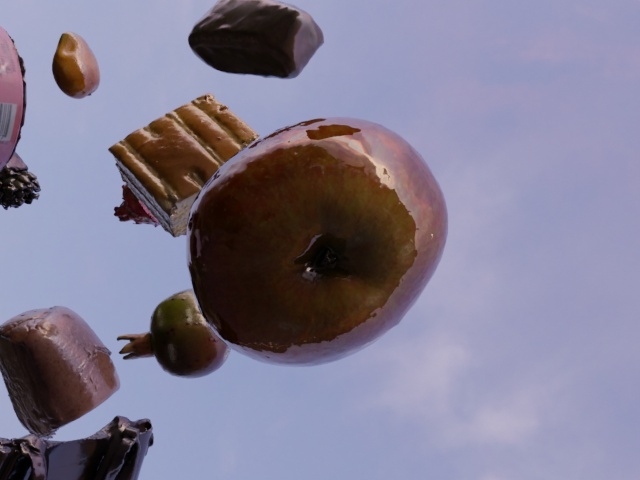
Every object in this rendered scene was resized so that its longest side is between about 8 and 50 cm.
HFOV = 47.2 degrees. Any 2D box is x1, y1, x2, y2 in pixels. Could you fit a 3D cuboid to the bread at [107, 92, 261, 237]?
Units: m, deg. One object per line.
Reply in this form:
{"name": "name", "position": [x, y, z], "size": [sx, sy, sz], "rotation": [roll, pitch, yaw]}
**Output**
{"name": "bread", "position": [-0.231, -0.143, 1.360], "size": [0.246, 0.239, 0.111], "rotation": [44, -20, 36]}

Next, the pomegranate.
{"name": "pomegranate", "position": [-0.306, 0.200, 1.574], "size": [0.198, 0.245, 0.198], "rotation": [-174, -90, -68]}

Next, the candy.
{"name": "candy", "position": [-0.109, -0.335, 1.216], "size": [0.234, 0.102, 0.104], "rotation": [15, -118, 40]}

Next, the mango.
{"name": "mango", "position": [-0.562, -0.399, 1.689], "size": [0.089, 0.115, 0.165], "rotation": [-26, -130, 21]}

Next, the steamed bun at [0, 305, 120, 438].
{"name": "steamed bun", "position": [-0.524, 0.251, 1.480], "size": [0.301, 0.199, 0.252], "rotation": [-19, -86, 54]}

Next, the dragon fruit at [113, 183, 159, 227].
{"name": "dragon fruit", "position": [-0.440, -0.093, 1.777], "size": [0.110, 0.153, 0.153], "rotation": [-21, -108, 20]}

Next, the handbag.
{"name": "handbag", "position": [-0.378, 0.371, 1.035], "size": [0.113, 0.285, 0.257], "rotation": [36, -75, 35]}

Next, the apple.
{"name": "apple", "position": [0.000, 0.000, 0.840], "size": [0.309, 0.277, 0.250], "rotation": [-61, -157, -13]}

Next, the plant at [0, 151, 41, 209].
{"name": "plant", "position": [-0.620, -0.125, 1.448], "size": [0.092, 0.094, 0.143], "rotation": [-35, -94, 14]}

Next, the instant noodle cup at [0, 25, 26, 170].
{"name": "instant noodle cup", "position": [-0.425, -0.138, 0.665], "size": [0.244, 0.255, 0.244], "rotation": [3, -85, 39]}
